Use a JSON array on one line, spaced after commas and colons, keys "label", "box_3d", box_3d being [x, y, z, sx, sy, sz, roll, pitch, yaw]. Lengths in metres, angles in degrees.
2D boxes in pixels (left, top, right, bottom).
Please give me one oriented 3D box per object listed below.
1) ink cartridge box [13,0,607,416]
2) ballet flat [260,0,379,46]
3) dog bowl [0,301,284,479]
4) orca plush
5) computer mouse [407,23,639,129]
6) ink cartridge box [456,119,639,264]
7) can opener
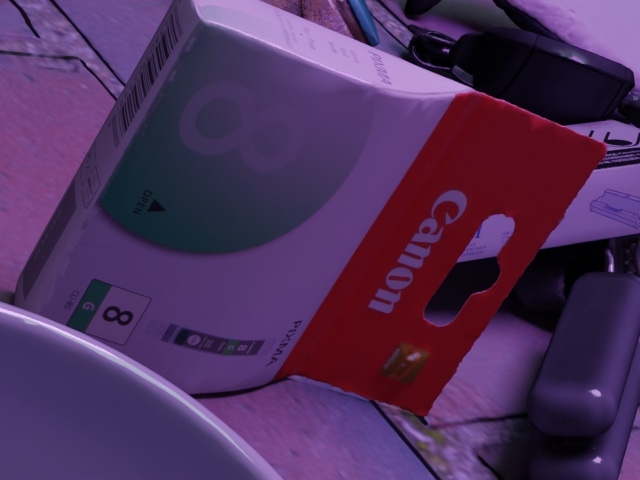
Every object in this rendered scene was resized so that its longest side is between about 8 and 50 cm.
[{"label": "ink cartridge box", "box_3d": [0.000, 0.000, 0.862, 0.225, 0.181, 0.056, 21, 28, -22]}, {"label": "ballet flat", "box_3d": [-0.042, -0.211, 1.268, 0.107, 0.106, 0.316, 58, 13, -37]}, {"label": "dog bowl", "box_3d": [-0.118, 0.132, 0.595, 0.265, 0.104, 0.265, 24, 27, -13]}, {"label": "orca plush", "box_3d": [0.191, -0.162, 1.493, 0.287, 0.102, 0.151, 5, 80, -24]}, {"label": "computer mouse", "box_3d": [0.163, -0.087, 1.268, 0.184, 0.060, 0.262, 19, 2, -16]}, {"label": "ink cartridge box", "box_3d": [0.115, -0.029, 1.087, 0.207, 0.046, 0.097, -9, 19, -30]}, {"label": "can opener", "box_3d": [0.142, 0.056, 1.056, 0.093, 0.074, 0.280, -1, 21, 12]}]
